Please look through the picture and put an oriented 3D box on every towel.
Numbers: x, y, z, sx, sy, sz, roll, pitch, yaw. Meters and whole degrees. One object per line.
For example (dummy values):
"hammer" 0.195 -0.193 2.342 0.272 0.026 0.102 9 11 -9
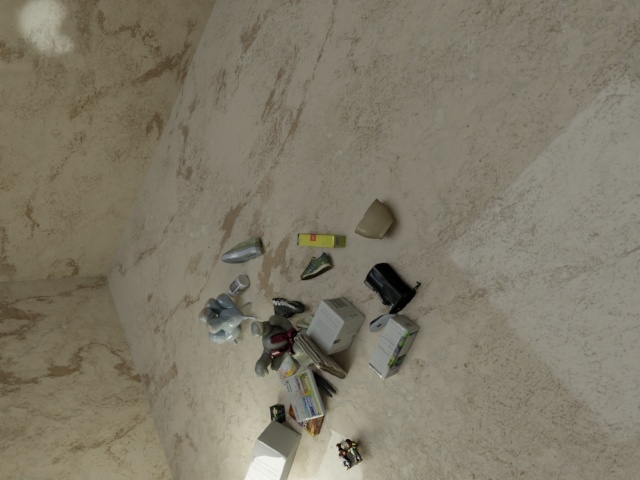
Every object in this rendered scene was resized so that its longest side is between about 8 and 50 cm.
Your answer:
"towel" 0.005 0.499 1.740 0.049 0.282 0.187 -45 54 -3

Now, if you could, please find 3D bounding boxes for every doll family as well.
"doll family" 0.119 0.920 1.747 0.111 0.076 0.193 54 126 24

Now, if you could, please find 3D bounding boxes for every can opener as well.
"can opener" 0.003 0.665 1.876 0.186 0.073 0.059 18 60 43

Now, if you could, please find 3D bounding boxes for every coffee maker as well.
"coffee maker" 0.282 0.171 1.589 0.171 0.120 0.178 -44 60 7

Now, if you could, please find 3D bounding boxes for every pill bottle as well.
"pill bottle" -0.472 0.263 2.303 0.137 0.078 0.078 -45 61 33

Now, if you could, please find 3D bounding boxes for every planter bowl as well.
"planter bowl" 0.226 -0.071 1.615 0.109 0.162 0.162 34 115 10

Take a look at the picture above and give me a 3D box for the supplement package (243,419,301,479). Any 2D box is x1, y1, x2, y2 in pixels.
"supplement package" -0.237 1.079 1.975 0.175 0.177 0.293 22 105 17

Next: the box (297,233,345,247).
"box" 0.000 0.000 1.859 0.232 0.087 0.058 5 92 44

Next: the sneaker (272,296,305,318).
"sneaker" -0.157 0.352 2.012 0.234 0.078 0.106 4 95 47

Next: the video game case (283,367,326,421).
"video game case" -0.077 0.726 1.887 0.193 0.023 0.213 -34 69 38

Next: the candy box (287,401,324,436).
"candy box" -0.071 0.836 1.939 0.186 0.053 0.109 25 105 39

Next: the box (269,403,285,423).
"box" -0.220 0.895 2.078 0.062 0.052 0.084 -12 82 42

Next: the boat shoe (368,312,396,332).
"boat shoe" 0.251 0.326 1.649 0.142 0.049 0.040 -40 25 30

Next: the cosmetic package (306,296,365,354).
"cosmetic package" 0.065 0.366 1.749 0.151 0.151 0.184 39 116 36

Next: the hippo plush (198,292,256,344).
"hippo plush" -0.538 0.456 2.296 0.237 0.294 0.234 100 151 -44

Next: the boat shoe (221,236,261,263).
"boat shoe" -0.441 0.061 2.276 0.302 0.109 0.094 -16 63 33

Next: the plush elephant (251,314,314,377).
"plush elephant" -0.139 0.477 1.887 0.255 0.330 0.272 1 96 20

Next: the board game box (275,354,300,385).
"board game box" -0.173 0.649 2.053 0.103 0.026 0.154 50 122 32

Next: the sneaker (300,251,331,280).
"sneaker" -0.026 0.119 1.903 0.192 0.064 0.086 -30 62 39

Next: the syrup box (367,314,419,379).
"syrup box" 0.285 0.417 1.581 0.096 0.093 0.237 35 112 37
